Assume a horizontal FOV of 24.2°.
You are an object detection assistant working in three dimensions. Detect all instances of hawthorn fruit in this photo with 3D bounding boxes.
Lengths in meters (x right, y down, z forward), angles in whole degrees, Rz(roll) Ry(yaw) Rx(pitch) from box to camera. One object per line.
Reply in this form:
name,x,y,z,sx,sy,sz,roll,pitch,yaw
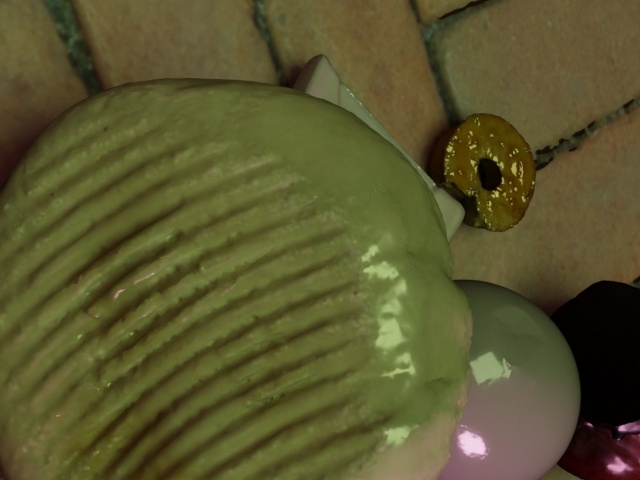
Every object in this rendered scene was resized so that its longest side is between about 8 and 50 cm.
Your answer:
hawthorn fruit,0.299,0.132,1.390,0.251,0.189,0.189,3,88,-51

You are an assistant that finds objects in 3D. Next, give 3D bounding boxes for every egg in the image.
egg,0.124,0.120,1.236,0.176,0.176,0.232,-62,152,-19

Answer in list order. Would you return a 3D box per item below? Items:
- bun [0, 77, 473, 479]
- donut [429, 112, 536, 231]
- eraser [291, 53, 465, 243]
bun,-0.065,0.062,1.047,0.219,0.365,0.365,15,79,-71
donut,0.145,-0.062,1.349,0.097,0.043,0.108,-47,115,-26
eraser,-0.001,0.000,1.230,0.204,0.059,0.243,47,62,-28
